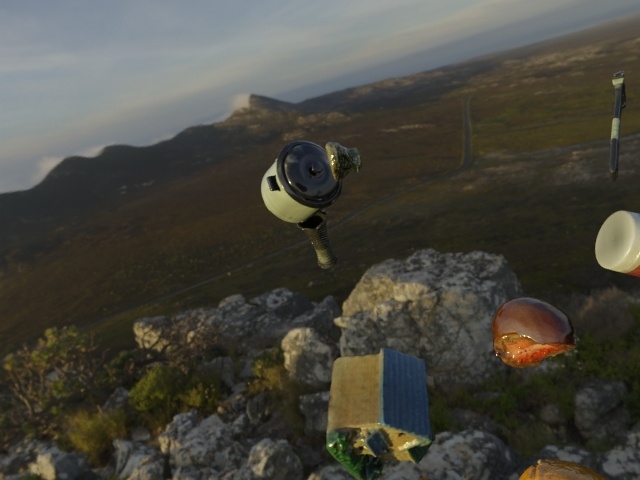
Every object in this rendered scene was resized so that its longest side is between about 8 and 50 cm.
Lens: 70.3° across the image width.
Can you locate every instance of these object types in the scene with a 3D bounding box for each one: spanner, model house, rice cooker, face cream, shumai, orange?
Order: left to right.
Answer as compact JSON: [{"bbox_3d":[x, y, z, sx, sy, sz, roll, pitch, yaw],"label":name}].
[{"bbox_3d":[-0.062,-0.195,1.518,0.280,0.241,0.227,-11,-13,-33],"label":"rice cooker"},{"bbox_3d":[0.066,-0.220,1.236,0.087,0.099,0.124,-15,-13,4],"label":"shumai"},{"bbox_3d":[0.242,0.621,1.571,0.342,0.382,0.335,-12,39,17],"label":"model house"},{"bbox_3d":[0.505,0.552,0.922,0.219,0.193,0.219,-14,-4,-1],"label":"orange"},{"bbox_3d":[0.685,-0.261,1.046,0.024,0.087,0.316,-2,56,40],"label":"spanner"},{"bbox_3d":[1.053,0.018,1.493,0.187,0.201,0.201,13,21,2],"label":"face cream"}]

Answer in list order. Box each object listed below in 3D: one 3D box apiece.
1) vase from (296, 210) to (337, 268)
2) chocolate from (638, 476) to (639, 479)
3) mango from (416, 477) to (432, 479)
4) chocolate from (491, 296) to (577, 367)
[{"bbox_3d":[0.000,0.000,1.687,0.115,0.237,0.116,-11,45,11],"label":"vase"},{"bbox_3d":[1.081,0.846,1.369,0.161,0.341,0.360,36,61,22],"label":"chocolate"},{"bbox_3d":[0.348,0.841,1.541,0.078,0.057,0.114,-18,-23,26],"label":"mango"},{"bbox_3d":[0.370,0.160,0.782,0.124,0.128,0.133,-7,-5,-43],"label":"chocolate"}]
